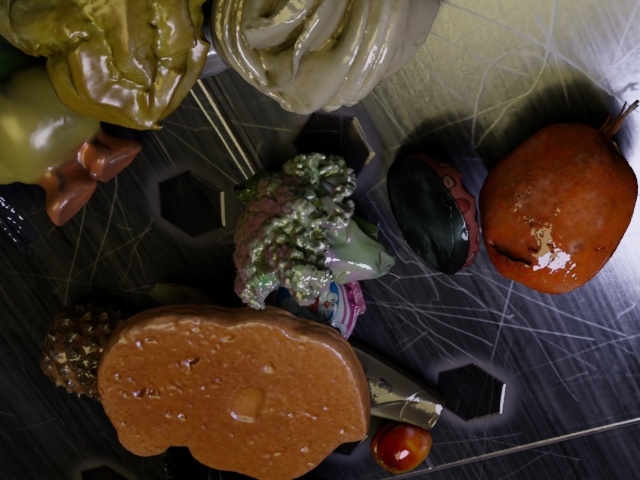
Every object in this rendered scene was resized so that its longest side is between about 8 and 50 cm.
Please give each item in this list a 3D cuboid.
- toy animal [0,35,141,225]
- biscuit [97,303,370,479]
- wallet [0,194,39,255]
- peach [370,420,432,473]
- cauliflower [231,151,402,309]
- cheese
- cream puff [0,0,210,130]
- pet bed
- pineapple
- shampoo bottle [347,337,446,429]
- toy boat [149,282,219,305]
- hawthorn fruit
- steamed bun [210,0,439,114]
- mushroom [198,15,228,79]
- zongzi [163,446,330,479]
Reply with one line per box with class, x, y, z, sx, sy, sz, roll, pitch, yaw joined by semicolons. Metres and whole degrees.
toy animal;-0.453;-0.201;1.647;0.338;0.216;0.191;42;159;2
biscuit;-0.137;0.243;1.777;0.455;0.078;0.349;13;128;-4
wallet;-0.620;-0.072;1.781;0.377;0.051;0.197;13;149;40
peach;0.142;0.356;1.891;0.101;0.101;0.100;8;122;12
cauliflower;0.000;0.000;1.662;0.315;0.256;0.239;20;169;-13
cheese;-0.048;0.121;1.780;0.244;0.062;0.155;-14;84;4
cream puff;-0.271;-0.299;1.476;0.324;0.291;0.257;26;147;54
pet bed;0.165;-0.041;1.602;0.201;0.053;0.201;46;151;35
pineapple;-0.308;0.222;1.918;0.361;0.175;0.175;17;125;-9
shampoo bottle;0.040;0.228;1.842;0.350;0.084;0.125;21;108;3
toy boat;-0.215;0.128;1.872;0.172;0.066;0.065;40;126;-8
hawthorn fruit;0.347;-0.073;1.507;0.211;0.211;0.299;34;105;-5
steamed bun;-0.004;-0.290;1.457;0.289;0.203;0.276;20;128;-4
mushroom;-0.240;-0.259;1.632;0.223;0.092;0.081;-24;77;25
zongzi;-0.167;0.537;1.942;0.383;0.362;0.319;21;143;1
